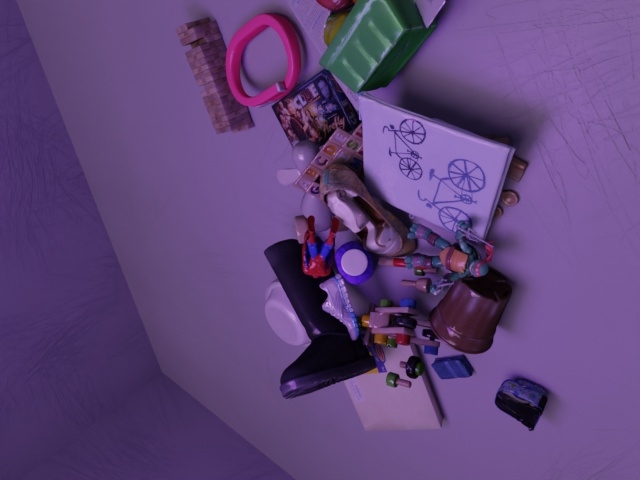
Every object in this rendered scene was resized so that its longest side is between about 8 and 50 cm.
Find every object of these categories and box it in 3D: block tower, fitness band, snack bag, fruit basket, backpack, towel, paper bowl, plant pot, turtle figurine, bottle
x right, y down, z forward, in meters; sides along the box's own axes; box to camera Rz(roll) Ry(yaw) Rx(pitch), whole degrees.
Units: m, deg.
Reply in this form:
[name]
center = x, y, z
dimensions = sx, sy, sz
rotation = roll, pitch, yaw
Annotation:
[block tower]
center = -0.314, -0.483, 1.465
dimensions = 0.090, 0.097, 0.336
rotation = 3, 121, 47
[fitness band]
center = -0.162, -0.477, 1.307
dimensions = 0.290, 0.054, 0.209
rotation = -8, 100, 49
[snack bag]
center = 0.233, -0.151, 1.085
dimensions = 0.342, 0.037, 0.323
rotation = 28, 153, 24
[fruit basket]
center = 0.076, -0.509, 1.013
dimensions = 0.327, 0.165, 0.353
rotation = -44, 68, 52
[backpack]
center = 0.521, 0.416, 1.270
dimensions = 0.114, 0.084, 0.105
rotation = 24, 133, 27
[towel]
center = 0.386, 0.373, 1.428
dimensions = 0.067, 0.029, 0.119
rotation = 57, 142, -3
[paper bowl]
center = -0.090, 0.263, 1.758
dimensions = 0.284, 0.148, 0.285
rotation = 28, 137, 30
[plant pot]
center = 0.370, 0.157, 1.183
dimensions = 0.166, 0.167, 0.165
rotation = 33, 130, 25
[turtle figurine]
center = 0.297, 0.042, 1.111
dimensions = 0.234, 0.118, 0.176
rotation = 23, 96, 53
[bottle]
center = 0.093, 0.060, 1.330
dimensions = 0.118, 0.092, 0.283
rotation = 61, -178, 5

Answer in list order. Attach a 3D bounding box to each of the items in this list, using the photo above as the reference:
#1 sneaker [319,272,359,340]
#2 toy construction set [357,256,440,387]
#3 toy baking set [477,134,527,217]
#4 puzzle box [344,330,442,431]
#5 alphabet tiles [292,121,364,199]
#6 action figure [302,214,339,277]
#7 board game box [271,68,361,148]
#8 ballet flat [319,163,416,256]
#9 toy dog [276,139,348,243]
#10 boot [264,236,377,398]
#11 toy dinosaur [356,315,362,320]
[sneaker]
center = 0.050, 0.193, 1.357
dimensions = 0.071, 0.082, 0.191
rotation = 146, 103, -86
[toy construction set]
center = 0.186, 0.193, 1.328
dimensions = 0.237, 0.257, 0.309
rotation = 5, 100, 35
[toy baking set]
center = 0.330, -0.142, 1.088
dimensions = 0.256, 0.030, 0.197
rotation = 14, 128, 41
[puzzle box]
center = 0.207, 0.442, 1.574
dimensions = 0.271, 0.052, 0.409
rotation = -12, 110, 27
[alphabet tiles]
center = 0.076, -0.180, 1.220
dimensions = 0.198, 0.009, 0.237
rotation = 23, 126, -29
[action figure]
center = 0.000, 0.000, 1.292
dimensions = 0.091, 0.139, 0.280
rotation = 6, 147, -2
[board game box]
center = -0.017, -0.336, 1.301
dimensions = 0.243, 0.042, 0.165
rotation = -16, 106, 51
[ballet flat]
center = 0.118, -0.043, 1.227
dimensions = 0.123, 0.123, 0.348
rotation = -10, 133, 50
[toy dog]
center = -0.013, -0.149, 1.356
dimensions = 0.161, 0.219, 0.334
rotation = -106, 23, -45
[boot]
center = -0.050, 0.196, 1.396
dimensions = 0.146, 0.366, 0.446
rotation = -34, 68, 29
[toy dinosaur]
center = 0.170, 0.294, 1.596
dimensions = 0.183, 0.053, 0.093
rotation = 31, 152, 32
